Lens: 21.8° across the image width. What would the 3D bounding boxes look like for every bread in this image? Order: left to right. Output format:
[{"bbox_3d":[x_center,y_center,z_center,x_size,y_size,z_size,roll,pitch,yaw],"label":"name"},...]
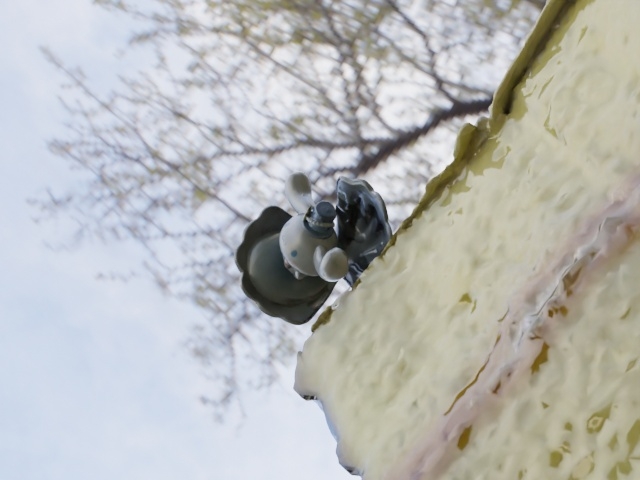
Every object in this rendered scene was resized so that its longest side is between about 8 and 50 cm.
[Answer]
[{"bbox_3d":[0.110,0.033,0.666,0.236,0.263,0.198,-30,-57,-6],"label":"bread"}]

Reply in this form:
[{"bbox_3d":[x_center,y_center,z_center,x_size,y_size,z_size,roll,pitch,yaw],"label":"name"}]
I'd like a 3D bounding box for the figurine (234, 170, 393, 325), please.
[{"bbox_3d":[0.000,0.000,1.025,0.082,0.086,0.094,-2,-112,-30],"label":"figurine"}]
